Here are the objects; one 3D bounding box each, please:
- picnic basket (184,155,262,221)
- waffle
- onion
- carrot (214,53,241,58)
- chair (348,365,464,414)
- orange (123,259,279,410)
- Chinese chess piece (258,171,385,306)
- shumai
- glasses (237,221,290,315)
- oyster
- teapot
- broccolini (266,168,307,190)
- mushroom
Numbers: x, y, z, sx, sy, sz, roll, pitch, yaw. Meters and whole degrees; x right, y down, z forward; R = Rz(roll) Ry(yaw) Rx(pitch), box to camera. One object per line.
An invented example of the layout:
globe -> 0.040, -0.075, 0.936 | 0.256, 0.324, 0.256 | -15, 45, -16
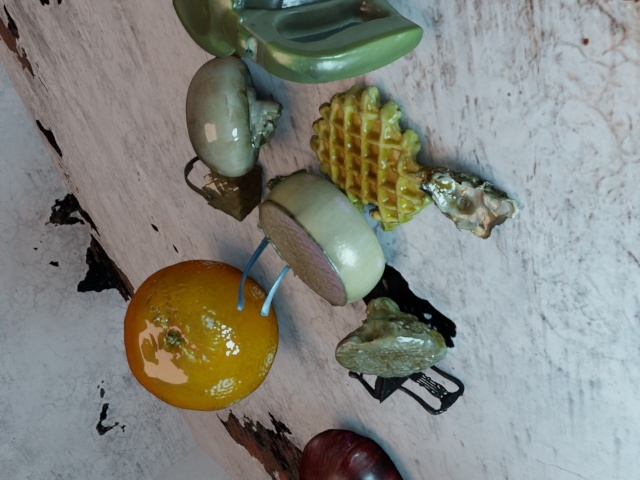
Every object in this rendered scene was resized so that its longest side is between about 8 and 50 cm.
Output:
picnic basket -> -0.225, -0.137, 1.389 | 0.179, 0.128, 0.137 | 26, 140, 15
waffle -> 0.076, -0.133, 1.026 | 0.250, 0.056, 0.261 | 56, 153, -1
onion -> 0.067, 0.701, 1.669 | 0.348, 0.285, 0.347 | 25, 131, 32
carrot -> -0.169, -0.361, 1.179 | 0.142, 0.035, 0.035 | -12, 110, 52
chair -> 0.175, 0.289, 1.257 | 0.229, 0.106, 0.113 | 37, 145, 31
orange -> -0.325, 0.253, 1.646 | 0.424, 0.424, 0.326 | 50, -179, 10
Chinese chess piece -> 0.000, 0.000, 1.163 | 0.270, 0.112, 0.270 | 45, 162, 18
shumai -> 0.132, 0.181, 1.185 | 0.152, 0.210, 0.161 | -90, -10, -48
glasses -> -0.098, 0.067, 1.367 | 0.088, 0.220, 0.190 | 26, 166, -33
oyster -> 0.209, -0.068, 0.893 | 0.148, 0.051, 0.103 | 33, 144, -2
teapot -> -0.058, -0.321, 0.841 | 0.321, 0.239, 0.239 | 55, 152, -1
broccolini -> -0.068, -0.125, 1.281 | 0.140, 0.030, 0.035 | -9, 120, 54
mushroom -> -0.161, -0.234, 1.152 | 0.178, 0.226, 0.226 | -2, 128, 10
